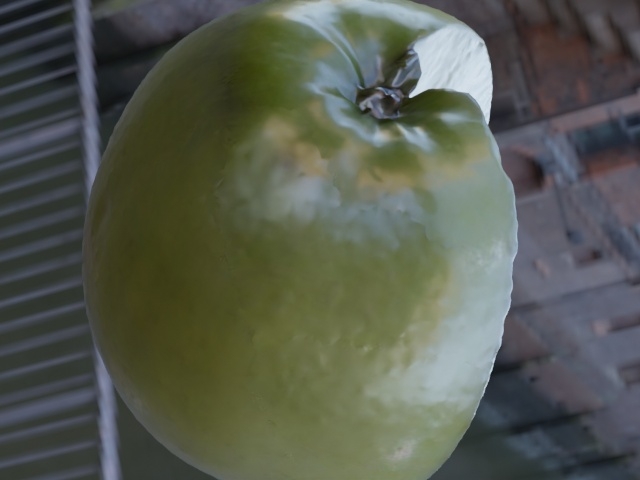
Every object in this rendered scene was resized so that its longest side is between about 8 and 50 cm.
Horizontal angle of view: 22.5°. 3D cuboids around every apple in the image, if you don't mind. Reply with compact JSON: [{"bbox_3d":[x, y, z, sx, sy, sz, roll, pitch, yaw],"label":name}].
[{"bbox_3d":[-0.019,-0.009,0.938,0.295,0.233,0.258,-81,-175,-47],"label":"apple"}]
